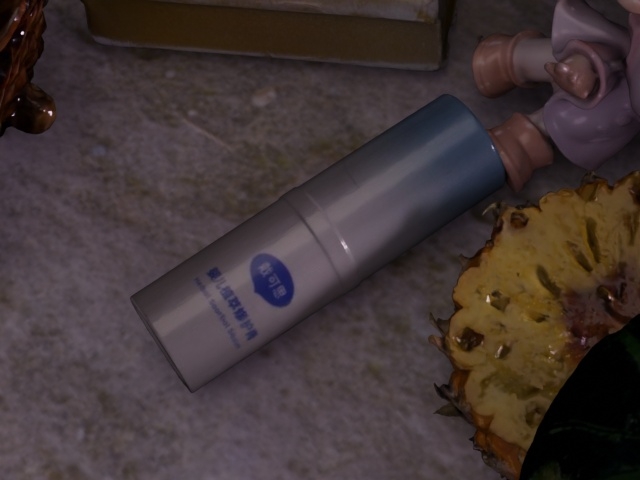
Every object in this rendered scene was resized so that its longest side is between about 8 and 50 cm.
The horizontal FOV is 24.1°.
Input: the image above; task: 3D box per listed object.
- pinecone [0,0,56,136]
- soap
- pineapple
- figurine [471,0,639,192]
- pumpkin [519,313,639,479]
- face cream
[{"bbox_3d":[-0.316,-0.158,1.025,0.295,0.242,0.298,15,62,12],"label":"pinecone"},{"bbox_3d":[-0.031,-0.221,1.107,0.274,0.089,0.173,5,62,13],"label":"soap"},{"bbox_3d":[0.144,0.029,0.939,0.135,0.079,0.233,37,72,28],"label":"pineapple"},{"bbox_3d":[0.226,-0.111,0.962,0.276,0.200,0.133,-9,39,33],"label":"figurine"},{"bbox_3d":[0.233,0.149,0.728,0.315,0.238,0.315,-22,40,20],"label":"pumpkin"},{"bbox_3d":[0.000,0.000,0.979,0.250,0.077,0.077,-34,61,-10],"label":"face cream"}]
